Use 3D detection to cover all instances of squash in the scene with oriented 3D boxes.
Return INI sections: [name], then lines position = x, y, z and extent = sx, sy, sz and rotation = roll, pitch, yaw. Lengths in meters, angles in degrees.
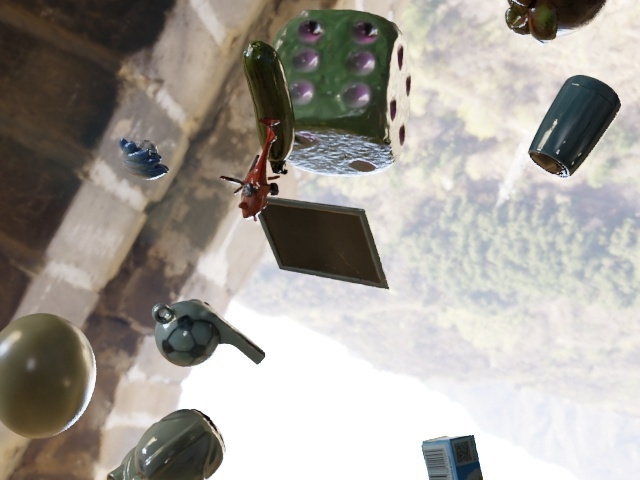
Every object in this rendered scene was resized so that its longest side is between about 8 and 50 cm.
[squash]
position = -0.098, -0.261, 1.708
extent = 0.087, 0.087, 0.331
rotation = 26, 142, 32

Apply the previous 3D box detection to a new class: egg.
[egg]
position = -0.490, 0.239, 1.454
extent = 0.186, 0.241, 0.186
rotation = 12, -148, -8

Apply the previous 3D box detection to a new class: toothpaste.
[toothpaste]
position = 0.193, 0.393, 1.101
extent = 0.050, 0.266, 0.065
rotation = -2, 166, -35

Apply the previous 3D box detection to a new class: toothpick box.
[toothpick box]
position = 0.481, -0.214, 1.595
extent = 0.120, 0.184, 0.120
rotation = 34, 172, 5

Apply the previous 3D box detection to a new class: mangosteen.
[mangosteen]
position = 0.561, -0.618, 2.001
extent = 0.288, 0.288, 0.288
rotation = 29, 175, 3

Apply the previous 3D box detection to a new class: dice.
[dice]
position = 0.044, -0.358, 2.050
extent = 0.319, 0.322, 0.330
rotation = 4, 163, 15

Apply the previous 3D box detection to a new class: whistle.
[whistle]
position = -0.273, 0.228, 1.882
extent = 0.290, 0.163, 0.163
rotation = 45, 167, -34

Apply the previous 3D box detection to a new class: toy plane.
[toy plane]
position = -0.103, -0.124, 1.520
extent = 0.126, 0.194, 0.077
rotation = 19, -157, -47

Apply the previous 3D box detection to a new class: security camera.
[security camera]
position = -0.295, 0.447, 1.671
extent = 0.197, 0.191, 0.277
rotation = 48, 142, 17

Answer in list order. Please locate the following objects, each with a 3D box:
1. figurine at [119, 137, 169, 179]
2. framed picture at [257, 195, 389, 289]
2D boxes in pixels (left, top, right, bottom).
[figurine]
position = -0.345, -0.160, 1.653
extent = 0.114, 0.079, 0.114
rotation = 26, 161, 10
[framed picture]
position = 0.000, 0.000, 1.798
extent = 0.293, 0.018, 0.231
rotation = 10, 137, 32
